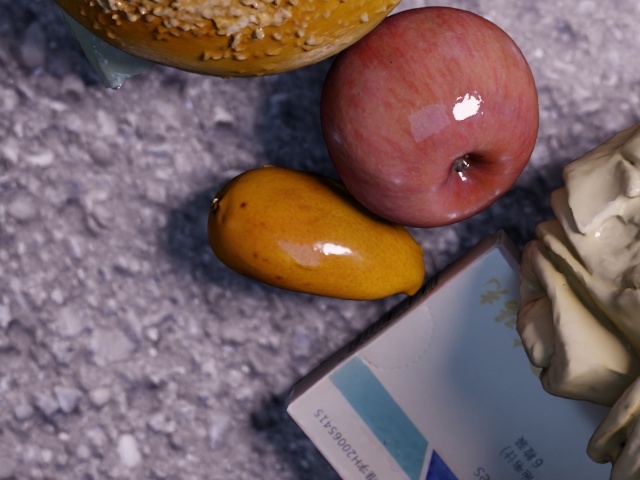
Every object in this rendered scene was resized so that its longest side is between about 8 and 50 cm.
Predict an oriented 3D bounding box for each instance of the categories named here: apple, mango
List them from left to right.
[{"bbox_3d":[0.000,-0.004,1.326,0.159,0.105,0.084,8,101,-2],"label":"mango"},{"bbox_3d":[0.078,-0.080,1.282,0.153,0.120,0.153,-16,134,-17],"label":"apple"}]

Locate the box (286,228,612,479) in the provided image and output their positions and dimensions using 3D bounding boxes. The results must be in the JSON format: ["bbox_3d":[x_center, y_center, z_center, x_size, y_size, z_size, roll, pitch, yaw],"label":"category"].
[{"bbox_3d":[0.158,0.186,1.364,0.200,0.065,0.343,-38,95,9],"label":"box"}]

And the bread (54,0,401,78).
[{"bbox_3d":[-0.040,-0.204,1.216,0.314,0.171,0.192,-27,92,6],"label":"bread"}]

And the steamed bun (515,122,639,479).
[{"bbox_3d":[0.247,0.063,1.239,0.203,0.276,0.289,-23,81,31],"label":"steamed bun"}]

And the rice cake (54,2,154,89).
[{"bbox_3d":[-0.080,-0.207,1.326,0.237,0.043,0.127,-27,96,8],"label":"rice cake"}]
